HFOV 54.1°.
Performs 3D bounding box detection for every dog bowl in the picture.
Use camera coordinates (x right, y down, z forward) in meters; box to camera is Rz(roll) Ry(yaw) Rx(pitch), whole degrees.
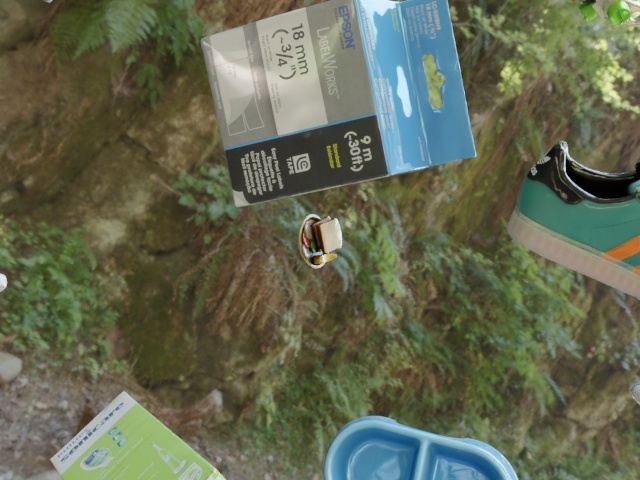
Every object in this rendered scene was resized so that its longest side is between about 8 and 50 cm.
[{"bbox_3d":[0.140,0.351,0.907,0.297,0.166,0.074,10,-19,16],"label":"dog bowl"}]

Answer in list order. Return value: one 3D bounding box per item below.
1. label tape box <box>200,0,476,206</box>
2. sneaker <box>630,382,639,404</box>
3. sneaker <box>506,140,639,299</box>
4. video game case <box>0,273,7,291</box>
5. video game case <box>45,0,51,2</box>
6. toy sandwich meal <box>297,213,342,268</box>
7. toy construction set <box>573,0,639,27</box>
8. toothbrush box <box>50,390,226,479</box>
[{"bbox_3d":[0.025,-0.197,0.865,0.106,0.333,0.241,-25,104,-74],"label":"label tape box"},{"bbox_3d":[0.609,0.329,1.041,0.229,0.092,0.087,45,1,41],"label":"sneaker"},{"bbox_3d":[0.351,-0.007,0.633,0.302,0.121,0.108,22,29,16],"label":"sneaker"},{"bbox_3d":[-0.502,0.066,0.724,0.190,0.173,0.022,34,27,-52],"label":"video game case"},{"bbox_3d":[-0.396,-0.410,0.750,0.193,0.023,0.212,25,-35,-22],"label":"video game case"},{"bbox_3d":[0.000,0.000,0.889,0.029,0.086,0.085,-6,-23,32],"label":"toy sandwich meal"},{"bbox_3d":[0.481,-0.406,0.990,0.215,0.151,0.328,31,33,-31],"label":"toy construction set"},{"bbox_3d":[-0.159,0.312,0.698,0.283,0.122,0.206,8,-44,56],"label":"toothbrush box"}]
